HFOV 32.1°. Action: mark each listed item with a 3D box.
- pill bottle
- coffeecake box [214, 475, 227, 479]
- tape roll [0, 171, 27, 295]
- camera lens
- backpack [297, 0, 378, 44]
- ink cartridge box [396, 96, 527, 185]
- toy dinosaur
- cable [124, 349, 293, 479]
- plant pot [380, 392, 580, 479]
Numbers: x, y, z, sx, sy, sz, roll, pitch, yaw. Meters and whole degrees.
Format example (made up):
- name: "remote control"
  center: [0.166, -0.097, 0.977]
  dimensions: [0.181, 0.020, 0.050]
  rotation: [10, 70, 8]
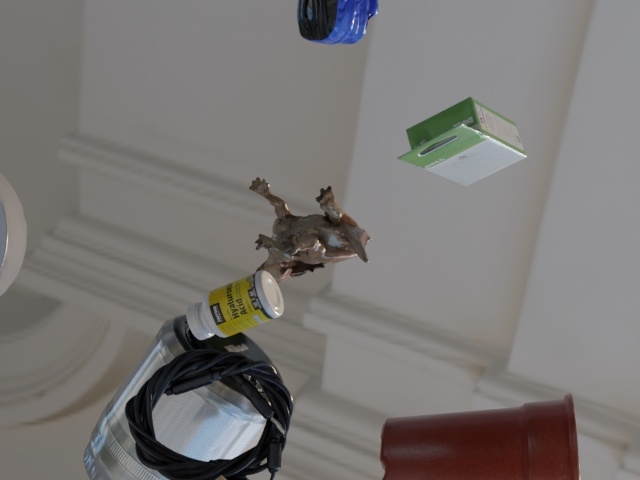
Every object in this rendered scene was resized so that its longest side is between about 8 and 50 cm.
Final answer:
- name: "pill bottle"
  center: [-0.112, 0.087, 1.434]
  dimensions: [0.116, 0.065, 0.065]
  rotation: [-23, -161, 17]
- name: "coffeecake box"
  center: [-0.094, 0.296, 0.918]
  dimensions: [0.142, 0.185, 0.068]
  rotation: [45, -138, -4]
- name: "tape roll"
  center: [-0.473, -0.008, 1.347]
  dimensions: [0.219, 0.219, 0.072]
  rotation: [10, 180, 4]
- name: "camera lens"
  center: [-0.201, 0.266, 1.673]
  dimensions: [0.219, 0.274, 0.219]
  rotation: [34, -166, -10]
- name: "backpack"
  center: [0.027, -0.317, 1.464]
  dimensions: [0.101, 0.120, 0.098]
  rotation: [3, -175, -33]
- name: "ink cartridge box"
  center: [0.193, -0.142, 1.558]
  dimensions: [0.109, 0.062, 0.209]
  rotation: [-25, 159, 29]
- name: "toy dinosaur"
  center: [0.000, 0.000, 1.777]
  dimensions: [0.295, 0.127, 0.200]
  rotation: [5, 160, 41]
- name: "cable"
  center: [-0.122, 0.194, 1.227]
  dimensions: [0.184, 0.151, 0.047]
  rotation: [14, 176, -9]
- name: "plant pot"
  center: [0.222, 0.349, 1.559]
  dimensions: [0.265, 0.272, 0.272]
  rotation: [-1, -156, 9]
